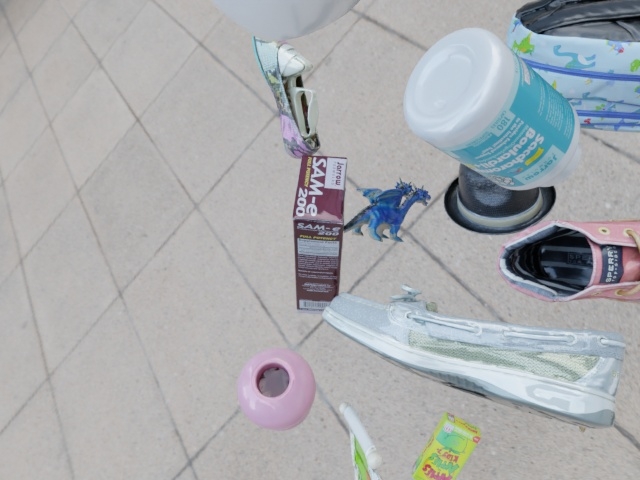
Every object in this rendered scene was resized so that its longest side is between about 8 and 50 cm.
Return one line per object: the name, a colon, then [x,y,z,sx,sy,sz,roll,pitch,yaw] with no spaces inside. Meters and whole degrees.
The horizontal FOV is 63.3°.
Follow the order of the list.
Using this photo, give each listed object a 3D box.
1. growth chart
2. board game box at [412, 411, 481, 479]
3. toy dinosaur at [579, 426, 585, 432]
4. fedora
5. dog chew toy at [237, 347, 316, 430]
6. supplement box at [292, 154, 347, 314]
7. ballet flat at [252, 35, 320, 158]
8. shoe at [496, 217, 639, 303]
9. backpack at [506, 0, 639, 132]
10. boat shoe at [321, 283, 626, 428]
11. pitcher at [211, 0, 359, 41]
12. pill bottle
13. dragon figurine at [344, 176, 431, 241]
growth chart: [0.056,0.313,0.576,0.021,0.172,0.238,-6,86,-10]
board game box: [0.306,0.520,1.269,0.092,0.043,0.182,26,105,3]
toy dinosaur: [0.608,0.375,1.302,0.064,0.112,0.212,-34,50,4]
fedora: [0.508,-0.168,1.514,0.333,0.153,0.334,-16,40,14]
dog chew toy: [-0.109,0.423,1.415,0.206,0.332,0.207,-2,60,3]
supplement box: [0.000,0.000,0.805,0.073,0.240,0.130,4,51,2]
ballet flat: [-0.043,-0.244,0.844,0.079,0.076,0.222,-6,104,39]
shoe: [0.201,0.017,0.315,0.178,0.081,0.064,2,95,54]
backpack: [0.502,-0.318,0.909,0.355,0.274,0.290,14,46,0]
boat shoe: [0.156,0.110,0.579,0.320,0.118,0.103,13,74,27]
pitcher: [-0.020,-0.240,0.288,0.177,0.207,0.125,-30,42,-3]
pill bottle: [0.247,-0.157,0.698,0.146,0.264,0.146,-25,56,44]
dragon figurine: [0.128,-0.074,1.131,0.085,0.289,0.144,14,99,47]
